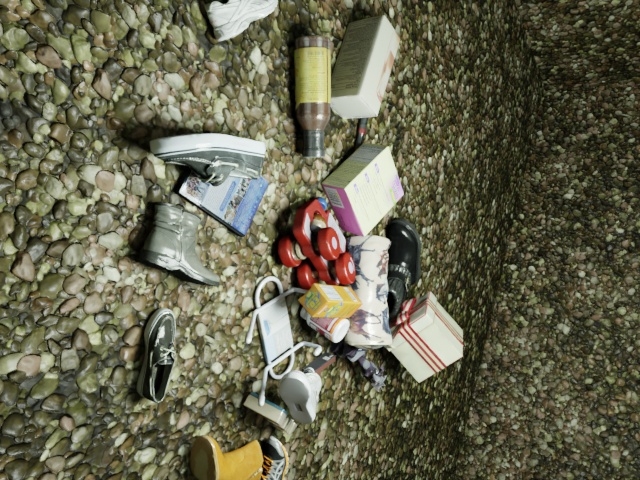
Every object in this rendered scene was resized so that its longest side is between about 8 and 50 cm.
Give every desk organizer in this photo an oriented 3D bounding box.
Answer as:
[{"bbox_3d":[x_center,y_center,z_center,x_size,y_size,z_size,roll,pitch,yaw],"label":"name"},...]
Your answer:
[{"bbox_3d":[-0.002,0.446,1.665,0.130,0.047,0.050,-24,117,-47],"label":"desk organizer"}]

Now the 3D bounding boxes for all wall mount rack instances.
[{"bbox_3d":[-0.130,0.297,1.408,0.304,0.130,0.350,-29,118,-45],"label":"wall mount rack"}]

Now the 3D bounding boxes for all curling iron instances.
[{"bbox_3d":[0.156,-0.397,1.712,0.068,0.035,0.274,-2,100,-48],"label":"curling iron"}]

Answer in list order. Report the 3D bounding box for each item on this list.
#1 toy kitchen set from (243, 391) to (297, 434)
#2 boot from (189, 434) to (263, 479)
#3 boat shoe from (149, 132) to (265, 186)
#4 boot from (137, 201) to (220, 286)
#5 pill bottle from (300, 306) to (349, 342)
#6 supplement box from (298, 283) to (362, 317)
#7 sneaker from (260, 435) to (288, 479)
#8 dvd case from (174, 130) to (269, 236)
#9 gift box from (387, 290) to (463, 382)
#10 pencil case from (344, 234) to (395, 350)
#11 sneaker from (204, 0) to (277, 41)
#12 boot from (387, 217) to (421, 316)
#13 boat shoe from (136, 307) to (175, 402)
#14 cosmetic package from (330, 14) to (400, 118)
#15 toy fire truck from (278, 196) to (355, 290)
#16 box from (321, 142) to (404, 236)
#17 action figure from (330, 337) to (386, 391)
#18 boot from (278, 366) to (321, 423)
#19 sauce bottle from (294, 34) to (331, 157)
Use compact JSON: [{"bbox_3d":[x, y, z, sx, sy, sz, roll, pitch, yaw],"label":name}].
[{"bbox_3d":[-0.124,0.491,1.495,0.166,0.122,0.207,-60,157,-25],"label":"toy kitchen set"},{"bbox_3d":[-0.254,0.623,1.353,0.211,0.104,0.295,-27,122,-52],"label":"boot"},{"bbox_3d":[-0.248,-0.189,1.140,0.335,0.121,0.119,-10,100,-52],"label":"boat shoe"},{"bbox_3d":[-0.318,0.012,1.165,0.246,0.083,0.161,36,63,-50],"label":"boot"},{"bbox_3d":[0.012,0.259,1.551,0.086,0.152,0.086,-39,145,-34],"label":"pill bottle"},{"bbox_3d":[0.035,0.185,1.443,0.078,0.080,0.233,-47,150,17],"label":"supplement box"},{"bbox_3d":[-0.158,0.722,1.495,0.083,0.084,0.215,-7,103,-46],"label":"sneaker"},{"bbox_3d":[-0.251,-0.142,1.262,0.253,0.022,0.181,40,67,-47],"label":"dvd case"},{"bbox_3d":[0.391,0.388,1.920,0.258,0.276,0.255,50,19,-2],"label":"gift box"},{"bbox_3d":[0.169,0.172,1.653,0.183,0.159,0.411,22,62,-43],"label":"pencil case"},{"bbox_3d":[-0.196,-0.601,1.194,0.232,0.090,0.115,-52,130,-33],"label":"sneaker"},{"bbox_3d":[0.300,0.111,1.911,0.260,0.131,0.348,-42,128,-39],"label":"boot"},{"bbox_3d":[-0.378,0.274,1.141,0.077,0.070,0.220,10,89,-52],"label":"boat shoe"},{"bbox_3d":[0.140,-0.566,1.570,0.129,0.153,0.296,31,74,-49],"label":"cosmetic package"},{"bbox_3d":[0.000,0.000,1.518,0.254,0.169,0.302,-81,150,-41],"label":"toy fire truck"},{"bbox_3d":[0.152,-0.179,1.654,0.243,0.117,0.214,-45,130,-23],"label":"box"},{"bbox_3d":[0.163,0.456,1.783,0.099,0.185,0.285,-49,128,-10],"label":"action figure"},{"bbox_3d":[-0.054,0.419,1.386,0.258,0.095,0.123,84,16,-44],"label":"boot"},{"bbox_3d":[-0.024,-0.423,1.423,0.111,0.111,0.345,-12,106,-50],"label":"sauce bottle"}]
